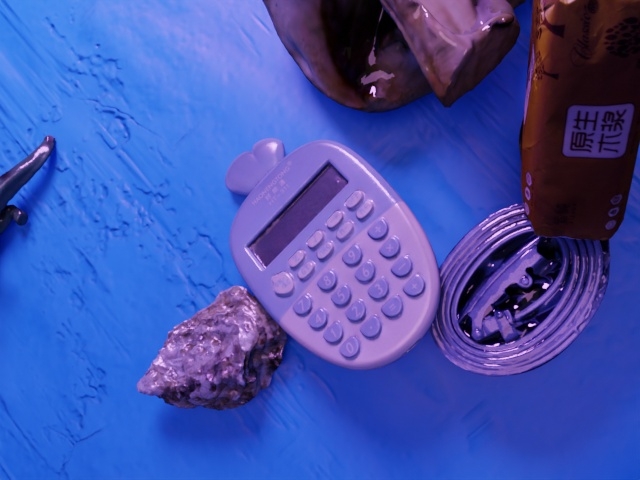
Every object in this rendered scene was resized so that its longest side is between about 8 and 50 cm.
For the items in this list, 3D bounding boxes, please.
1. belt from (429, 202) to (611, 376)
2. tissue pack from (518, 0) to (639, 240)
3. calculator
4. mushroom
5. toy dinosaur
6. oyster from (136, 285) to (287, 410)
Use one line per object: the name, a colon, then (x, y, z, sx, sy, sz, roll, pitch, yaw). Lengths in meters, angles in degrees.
belt: (0.197, 0.049, 0.600, 0.141, 0.082, 0.190, 44, 97, 21)
tissue pack: (0.221, -0.137, 0.507, 0.091, 0.226, 0.183, 5, 43, 15)
calculator: (0.000, 0.000, 0.643, 0.188, 0.042, 0.303, -45, 61, 11)
mushroom: (0.085, -0.264, 0.630, 0.292, 0.212, 0.217, 41, 55, 18)
toy dinosaur: (-0.421, 0.001, 0.749, 0.292, 0.079, 0.120, -42, 81, 4)
oyster: (-0.116, 0.132, 0.680, 0.125, 0.064, 0.177, 39, 94, 16)
